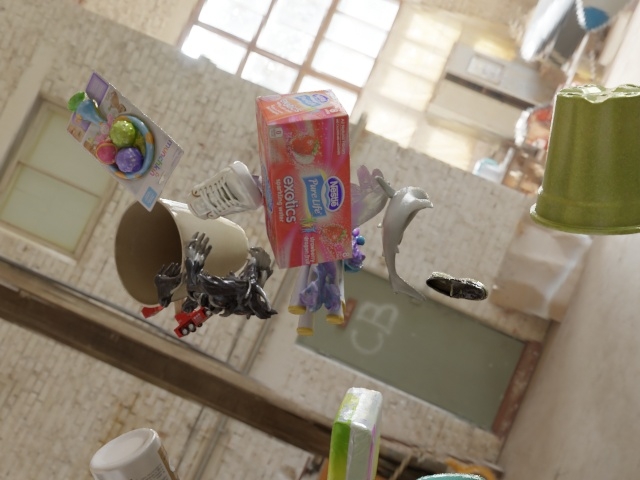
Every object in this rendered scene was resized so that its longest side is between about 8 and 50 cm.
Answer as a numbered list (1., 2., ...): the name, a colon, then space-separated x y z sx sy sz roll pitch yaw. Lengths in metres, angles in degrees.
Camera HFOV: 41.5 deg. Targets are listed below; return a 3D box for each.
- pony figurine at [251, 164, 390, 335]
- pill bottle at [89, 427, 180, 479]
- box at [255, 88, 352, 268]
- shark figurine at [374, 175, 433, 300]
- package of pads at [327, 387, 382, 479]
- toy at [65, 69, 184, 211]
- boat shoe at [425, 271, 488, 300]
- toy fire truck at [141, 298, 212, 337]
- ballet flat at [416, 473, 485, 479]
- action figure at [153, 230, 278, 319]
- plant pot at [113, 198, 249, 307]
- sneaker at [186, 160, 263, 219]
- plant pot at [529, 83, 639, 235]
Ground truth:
1. pony figurine: 0.000 0.000 1.879 0.351 0.302 0.364 76 -162 -69
2. pill bottle: -0.309 0.467 1.520 0.131 0.131 0.229 -56 -54 -65
3. box: -0.028 -0.114 1.578 0.142 0.154 0.300 -115 19 -57
4. shark figurine: 0.177 -0.029 1.685 0.166 0.116 0.278 46 -134 -37
5. package of pads: 0.079 0.521 1.989 0.229 0.101 0.297 -49 -34 -74
6. toy: -0.360 -0.174 1.474 0.056 0.237 0.137 -16 -35 -58
7. boat shoe: 0.320 0.116 1.998 0.049 0.152 0.056 -28 -57 -51
8. toy fire truck: -0.361 0.176 2.195 0.192 0.135 0.047 -38 -9 19
9. ballet flat: 0.167 0.481 1.535 0.095 0.280 0.096 -78 -16 -71
10. action figure: -0.168 0.061 1.409 0.275 0.164 0.141 -6 66 51
11. plant pot: -0.314 0.021 2.054 0.274 0.256 0.257 -4 -58 -50
12. sneaker: -0.203 -0.084 1.740 0.123 0.106 0.290 -33 7 -17
13. plant pot: 0.553 -0.170 1.656 0.276 0.275 0.254 -55 -37 -67
